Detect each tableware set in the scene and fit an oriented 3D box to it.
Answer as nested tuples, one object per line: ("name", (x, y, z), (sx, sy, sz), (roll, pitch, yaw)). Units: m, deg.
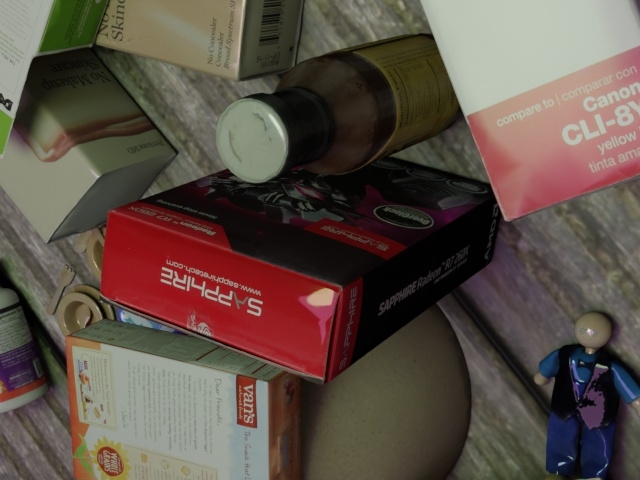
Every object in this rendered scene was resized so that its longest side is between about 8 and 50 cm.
("tableware set", (-0.284, 0.061, 1.438), (0.128, 0.039, 0.194), (37, 118, 16))

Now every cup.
("cup", (-0.036, 0.187, 1.219), (0.331, 0.237, 0.331), (7, 106, 27))

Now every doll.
("doll", (0.271, 0.164, 1.151), (0.129, 0.046, 0.189), (10, 102, 37))

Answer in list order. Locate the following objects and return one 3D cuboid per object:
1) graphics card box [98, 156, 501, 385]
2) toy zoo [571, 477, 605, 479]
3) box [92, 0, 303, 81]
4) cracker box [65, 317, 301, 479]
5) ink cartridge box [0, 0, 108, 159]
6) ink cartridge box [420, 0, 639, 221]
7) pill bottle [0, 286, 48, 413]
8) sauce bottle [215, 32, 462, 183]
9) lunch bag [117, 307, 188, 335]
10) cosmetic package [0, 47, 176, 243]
("graphics card box", (0.000, 0.000, 1.070), (0.233, 0.371, 0.094), (17, 111, 26))
("toy zoo", (0.185, 0.296, 1.164), (0.293, 0.192, 0.030), (-16, 57, 32))
("box", (-0.179, -0.279, 1.241), (0.311, 0.121, 0.148), (16, 112, 25))
("cracker box", (-0.131, 0.173, 1.089), (0.232, 0.067, 0.155), (10, 108, 28))
("ink cartridge box", (-0.338, -0.248, 1.212), (0.189, 0.097, 0.255), (36, 121, 16))
("ink cartridge box", (0.195, -0.240, 0.949), (0.160, 0.279, 0.384), (-21, 93, 31))
("pill bottle", (-0.439, 0.127, 1.503), (0.108, 0.108, 0.193), (-15, 95, 31))
("sauce bottle", (0.026, -0.121, 1.039), (0.111, 0.344, 0.111), (9, 109, 29))
("lunch bag", (-0.172, 0.047, 1.308), (0.129, 0.096, 0.151), (-56, 41, 30))
("cosmetic package", (-0.332, -0.160, 1.343), (0.296, 0.153, 0.129), (50, 122, 8))
